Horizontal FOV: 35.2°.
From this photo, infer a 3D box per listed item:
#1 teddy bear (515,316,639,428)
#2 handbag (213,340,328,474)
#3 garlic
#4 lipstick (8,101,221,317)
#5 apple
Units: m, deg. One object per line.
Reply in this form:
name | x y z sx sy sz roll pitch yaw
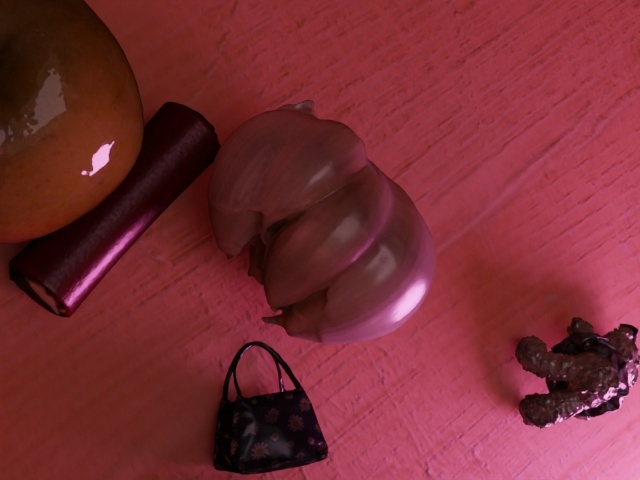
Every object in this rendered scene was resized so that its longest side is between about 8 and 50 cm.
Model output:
teddy bear | 0.356 0.164 1.304 0.213 0.111 0.133 -13 99 -29
handbag | -0.061 0.178 1.085 0.115 0.072 0.139 -3 78 -29
garlic | 0.011 0.010 1.043 0.203 0.185 0.281 -46 134 -5
lipstick | -0.198 -0.033 0.993 0.080 0.080 0.241 48 67 -21
apple | -0.282 -0.119 0.871 0.261 0.194 0.260 0 88 -13
